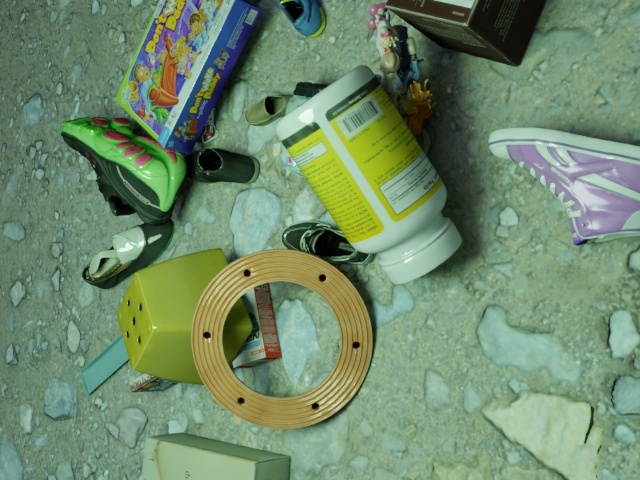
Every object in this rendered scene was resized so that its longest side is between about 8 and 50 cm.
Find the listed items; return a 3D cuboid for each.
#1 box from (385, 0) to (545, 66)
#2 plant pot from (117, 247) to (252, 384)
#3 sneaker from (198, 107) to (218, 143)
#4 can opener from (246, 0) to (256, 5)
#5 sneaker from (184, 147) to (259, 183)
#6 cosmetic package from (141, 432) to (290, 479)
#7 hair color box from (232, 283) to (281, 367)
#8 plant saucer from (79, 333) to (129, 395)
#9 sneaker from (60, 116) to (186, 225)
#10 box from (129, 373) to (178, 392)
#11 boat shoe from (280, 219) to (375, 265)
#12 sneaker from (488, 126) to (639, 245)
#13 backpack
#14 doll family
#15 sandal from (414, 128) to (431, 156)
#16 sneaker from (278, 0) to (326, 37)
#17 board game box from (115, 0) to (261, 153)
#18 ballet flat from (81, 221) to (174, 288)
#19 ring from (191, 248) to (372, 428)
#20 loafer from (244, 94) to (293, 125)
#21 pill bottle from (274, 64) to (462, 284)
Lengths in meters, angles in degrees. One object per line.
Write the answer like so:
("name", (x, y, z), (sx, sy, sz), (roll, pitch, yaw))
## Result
("box", (0.247, -0.409, 1.210), (0.167, 0.203, 0.169), (27, 98, 37))
("plant pot", (-0.289, 0.158, 1.491), (0.212, 0.187, 0.212), (-56, 47, 37))
("sneaker", (-0.253, -0.276, 1.670), (0.067, 0.042, 0.119), (38, 114, 39))
("can opener", (-0.246, -0.491, 1.678), (0.280, 0.074, 0.093), (-49, 58, 21))
("sneaker", (-0.249, -0.171, 1.602), (0.222, 0.118, 0.083), (5, 86, 37))
("cosmetic package", (-0.216, 0.489, 1.479), (0.309, 0.113, 0.160), (-2, 82, 36))
("hair color box", (-0.143, 0.168, 1.510), (0.093, 0.053, 0.167), (-24, 68, 33))
("plant saucer", (-0.519, 0.301, 1.797), (0.192, 0.018, 0.067), (-40, 61, 26))
("sneaker", (-0.482, -0.168, 1.735), (0.482, 0.185, 0.202), (34, 122, 48))
("box", (-0.336, 0.295, 1.611), (0.137, 0.094, 0.027), (-31, 66, 29))
("boat shoe", (0.000, 0.000, 1.417), (0.219, 0.070, 0.078), (8, 87, 38))
("sneaker", (0.371, -0.081, 1.131), (0.282, 0.102, 0.161), (19, 98, 37))
("backpack", (-0.008, -0.209, 1.429), (0.151, 0.115, 0.182), (15, 96, 35))
("doll family", (0.145, -0.279, 1.287), (0.118, 0.263, 0.163), (-7, 58, -5))
("sandal", (0.147, -0.121, 1.337), (0.072, 0.049, 0.180), (22, 96, 37))
("sneaker", (-0.057, -0.516, 1.536), (0.069, 0.082, 0.209), (-37, 61, 29))
("board game box", (-0.297, -0.399, 1.612), (0.233, 0.078, 0.347), (41, 110, 35))
("ballet flat", (-0.465, 0.035, 1.748), (0.280, 0.096, 0.095), (-37, 62, 27))
("ring", (-0.072, 0.182, 1.367), (0.336, 0.032, 0.337), (0, 96, 3))
("loafer", (-0.108, -0.280, 1.555), (0.148, 0.050, 0.056), (-12, 75, 35))
("pill bottle", (0.087, -0.102, 1.220), (0.187, 0.188, 0.334), (-28, 101, 31))
